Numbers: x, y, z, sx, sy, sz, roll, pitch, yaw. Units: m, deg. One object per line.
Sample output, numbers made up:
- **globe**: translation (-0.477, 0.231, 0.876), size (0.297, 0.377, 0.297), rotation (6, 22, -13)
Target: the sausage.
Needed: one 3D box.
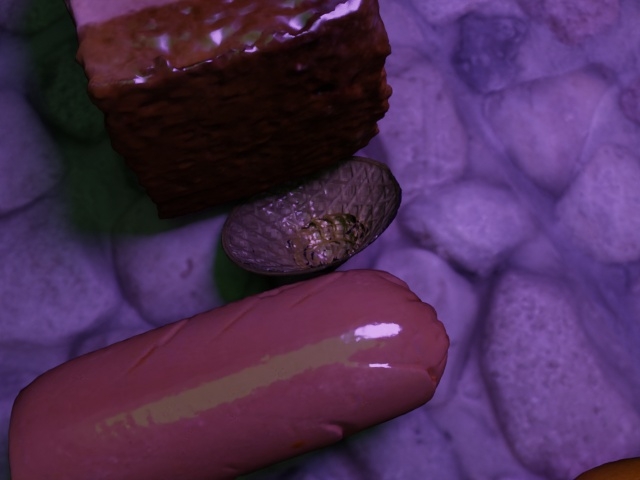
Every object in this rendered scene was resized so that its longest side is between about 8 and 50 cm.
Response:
- **sausage**: translation (-0.060, 0.105, 0.502), size (0.304, 0.121, 0.121), rotation (-18, 78, -5)

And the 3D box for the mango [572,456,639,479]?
- **mango**: translation (0.200, 0.246, 0.472), size (0.248, 0.151, 0.156), rotation (-24, 110, -12)

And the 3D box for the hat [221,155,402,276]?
- **hat**: translation (0.000, 0.000, 0.563), size (0.146, 0.067, 0.146), rotation (-13, 38, 10)

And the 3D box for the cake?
- **cake**: translation (-0.090, -0.192, 0.538), size (0.198, 0.196, 0.293), rotation (-22, 68, -3)
